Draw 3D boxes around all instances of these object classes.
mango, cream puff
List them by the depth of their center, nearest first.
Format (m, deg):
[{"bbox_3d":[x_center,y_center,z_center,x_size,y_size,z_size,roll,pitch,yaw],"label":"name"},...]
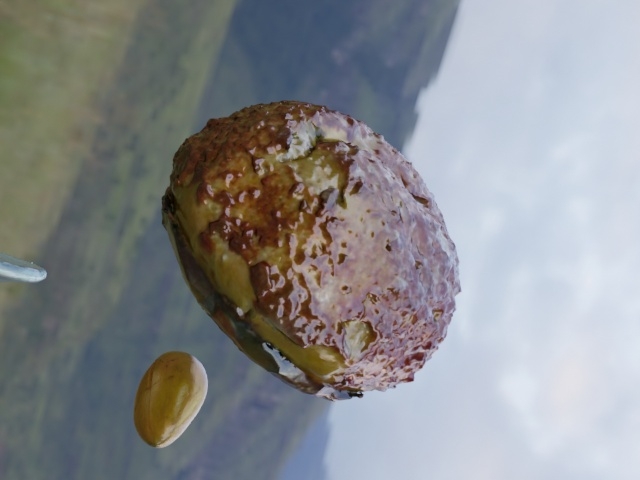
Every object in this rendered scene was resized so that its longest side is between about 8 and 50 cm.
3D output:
[{"bbox_3d":[-0.001,-0.001,1.395,0.164,0.240,0.240,-36,-149,29],"label":"cream puff"},{"bbox_3d":[-0.119,0.126,1.529,0.060,0.046,0.089,-23,-147,29],"label":"mango"}]

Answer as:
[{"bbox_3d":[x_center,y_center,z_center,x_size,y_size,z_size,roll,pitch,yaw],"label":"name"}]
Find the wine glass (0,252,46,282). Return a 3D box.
[{"bbox_3d":[-0.274,0.137,1.119,0.264,0.096,0.309,18,-89,63],"label":"wine glass"}]
